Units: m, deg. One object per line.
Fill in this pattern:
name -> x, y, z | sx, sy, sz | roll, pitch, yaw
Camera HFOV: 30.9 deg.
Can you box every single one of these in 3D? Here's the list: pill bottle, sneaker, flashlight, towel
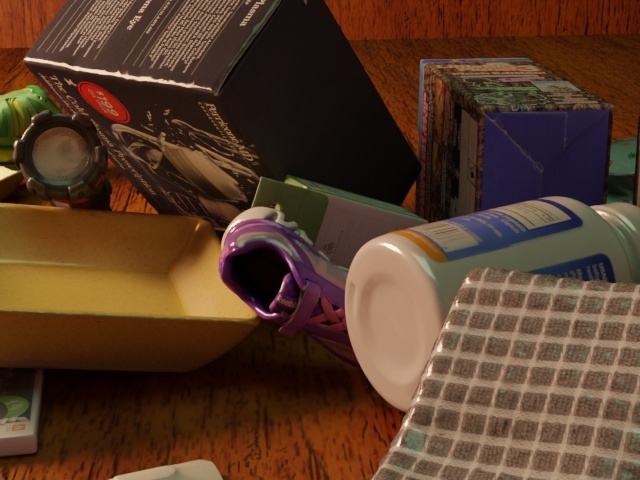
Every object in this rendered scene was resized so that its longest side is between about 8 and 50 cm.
pill bottle -> 0.171, 0.045, 1.007 | 0.272, 0.152, 0.152 | -12, 22, -30
sneaker -> 0.000, 0.058, 1.063 | 0.236, 0.095, 0.104 | 31, 13, 7
sneaker -> -0.464, -0.174, 1.714 | 0.109, 0.123, 0.295 | 2, -7, 45
flashlight -> -0.304, -0.079, 1.397 | 0.103, 0.103, 0.304 | -1, -5, -10
towel -> 0.171, 0.137, 0.687 | 0.284, 0.121, 0.235 | 7, 57, 29

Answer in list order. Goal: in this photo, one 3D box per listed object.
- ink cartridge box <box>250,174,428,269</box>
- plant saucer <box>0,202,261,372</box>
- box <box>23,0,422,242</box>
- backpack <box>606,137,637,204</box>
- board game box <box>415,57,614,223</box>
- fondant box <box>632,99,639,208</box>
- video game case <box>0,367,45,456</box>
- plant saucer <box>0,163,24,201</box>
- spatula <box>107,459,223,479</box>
ink cartridge box -> 0.000, 0.000, 1.206 | 0.209, 0.109, 0.062 | 13, 11, -32
plant saucer -> -0.255, 0.049, 1.170 | 0.333, 0.081, 0.333 | 4, 18, -16
box -> -0.105, -0.144, 1.341 | 0.312, 0.343, 0.179 | 13, 63, 38
backpack -> 0.383, -0.048, 1.394 | 0.188, 0.144, 0.166 | -8, 14, -28
board game box -> 0.208, -0.071, 1.323 | 0.141, 0.232, 0.291 | -2, 19, -7
fondant box -> 0.435, -0.068, 1.148 | 0.238, 0.330, 0.096 | 3, 17, 11
video game case -> -0.336, 0.144, 1.032 | 0.173, 0.022, 0.190 | -4, 19, -10
plant saucer -> -0.535, -0.067, 1.633 | 0.188, 0.045, 0.188 | 5, 19, 18
spatula -> -0.169, 0.217, 0.824 | 0.242, 0.019, 0.168 | -9, 26, -21
